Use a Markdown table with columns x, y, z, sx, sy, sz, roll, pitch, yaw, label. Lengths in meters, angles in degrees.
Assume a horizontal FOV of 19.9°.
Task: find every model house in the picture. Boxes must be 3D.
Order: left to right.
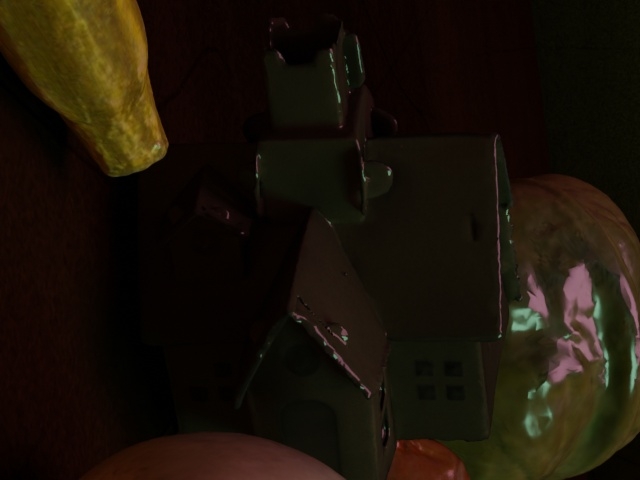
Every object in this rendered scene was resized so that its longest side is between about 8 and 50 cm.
| x | y | z | sx | sy | sz | roll | pitch | yaw | label |
| --- | --- | --- | --- | --- | --- | --- | --- | --- | --- |
| 0.000 | 0.000 | 1.035 | 0.204 | 0.211 | 0.243 | -78 | 164 | -55 | model house |

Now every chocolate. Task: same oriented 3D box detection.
| x | y | z | sx | sy | sz | roll | pitch | yaw | label |
| --- | --- | --- | --- | --- | --- | --- | --- | --- | --- |
| -0.120 | -0.107 | 0.872 | 0.219 | 0.085 | 0.086 | 68 | 22 | -51 | chocolate |

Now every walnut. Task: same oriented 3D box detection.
| x | y | z | sx | sy | sz | roll | pitch | yaw | label |
| --- | --- | --- | --- | --- | --- | --- | --- | --- | --- |
| 0.167 | 0.081 | 1.607 | 0.282 | 0.253 | 0.277 | -24 | 102 | -72 | walnut |

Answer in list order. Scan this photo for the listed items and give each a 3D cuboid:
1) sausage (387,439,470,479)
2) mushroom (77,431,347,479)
| x | y | z | sx | sy | sz | roll | pitch | yaw | label |
| --- | --- | --- | --- | --- | --- | --- | --- | --- | --- |
| 0.069 | 0.248 | 1.415 | 0.133 | 0.133 | 0.258 | -82 | 158 | -44 | sausage |
| -0.052 | 0.228 | 0.830 | 0.260 | 0.234 | 0.254 | 50 | -30 | 15 | mushroom |
